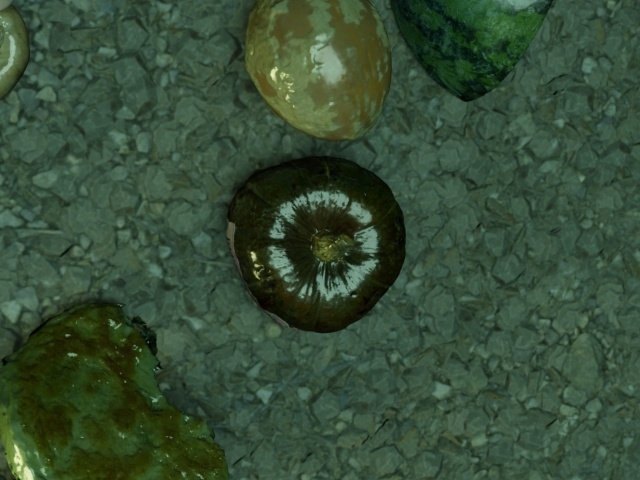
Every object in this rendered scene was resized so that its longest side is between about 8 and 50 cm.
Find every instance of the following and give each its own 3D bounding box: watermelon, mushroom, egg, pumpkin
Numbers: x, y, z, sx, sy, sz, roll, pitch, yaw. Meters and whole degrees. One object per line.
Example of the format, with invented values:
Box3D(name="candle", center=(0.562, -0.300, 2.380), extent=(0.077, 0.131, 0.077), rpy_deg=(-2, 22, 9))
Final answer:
Box3D(name="watermelon", center=(0.209, -0.360, 1.916), extent=(0.260, 0.176, 0.256), rpy_deg=(38, 128, -20))
Box3D(name="mushroom", center=(-0.464, -0.253, 1.750), extent=(0.166, 0.127, 0.166), rpy_deg=(-1, 95, -12))
Box3D(name="egg", center=(0.001, -0.251, 1.839), extent=(0.203, 0.203, 0.245), rpy_deg=(-24, 88, -10))
Box3D(name="pumpkin", center=(0.001, 0.001, 1.898), extent=(0.260, 0.189, 0.260), rpy_deg=(-3, 101, -17))

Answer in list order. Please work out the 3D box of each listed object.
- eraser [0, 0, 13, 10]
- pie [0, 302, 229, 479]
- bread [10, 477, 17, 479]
Box3D(name="eraser", center=(-0.462, -0.372, 1.690), extent=(0.204, 0.243, 0.059), rpy_deg=(-43, 150, -6))
Box3D(name="pie", center=(-0.285, 0.256, 1.818), extent=(0.296, 0.078, 0.371), rpy_deg=(-18, 70, -41))
Box3D(name="bread", center=(-0.348, 0.390, 1.868), extent=(0.236, 0.198, 0.120), rpy_deg=(5, 84, -28))
